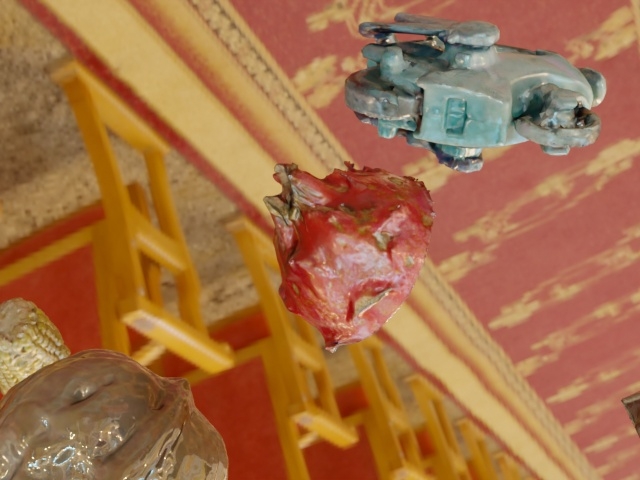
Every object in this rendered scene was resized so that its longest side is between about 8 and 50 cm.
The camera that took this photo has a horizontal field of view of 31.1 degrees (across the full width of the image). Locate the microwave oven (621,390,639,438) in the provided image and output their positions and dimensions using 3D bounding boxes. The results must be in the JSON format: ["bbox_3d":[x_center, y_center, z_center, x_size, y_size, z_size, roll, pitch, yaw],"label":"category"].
[{"bbox_3d":[0.407,0.205,1.075,0.163,0.205,0.129,-23,169,-15],"label":"microwave oven"}]

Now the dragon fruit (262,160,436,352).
[{"bbox_3d":[0.000,0.000,0.888,0.111,0.153,0.153,25,134,-22],"label":"dragon fruit"}]

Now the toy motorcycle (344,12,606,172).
[{"bbox_3d":[0.159,-0.154,1.166,0.260,0.206,0.154,11,118,15],"label":"toy motorcycle"}]

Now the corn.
[{"bbox_3d":[-0.296,0.165,1.262,0.097,0.097,0.320,-16,147,-5],"label":"corn"}]

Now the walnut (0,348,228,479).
[{"bbox_3d":[-0.187,0.200,0.967,0.224,0.224,0.224,-15,152,-8],"label":"walnut"}]
